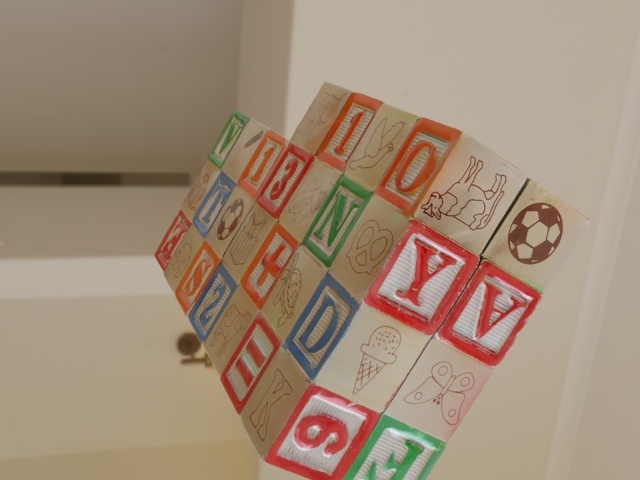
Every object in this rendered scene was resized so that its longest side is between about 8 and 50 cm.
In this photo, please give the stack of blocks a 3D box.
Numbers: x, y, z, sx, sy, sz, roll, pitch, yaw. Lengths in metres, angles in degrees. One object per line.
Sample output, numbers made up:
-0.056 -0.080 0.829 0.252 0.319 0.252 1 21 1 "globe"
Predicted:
0.000 0.000 0.508 0.171 0.087 0.297 -59 -153 4 "stack of blocks"
